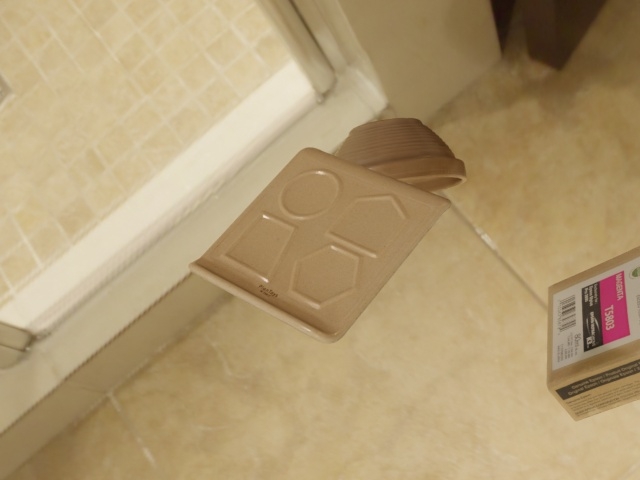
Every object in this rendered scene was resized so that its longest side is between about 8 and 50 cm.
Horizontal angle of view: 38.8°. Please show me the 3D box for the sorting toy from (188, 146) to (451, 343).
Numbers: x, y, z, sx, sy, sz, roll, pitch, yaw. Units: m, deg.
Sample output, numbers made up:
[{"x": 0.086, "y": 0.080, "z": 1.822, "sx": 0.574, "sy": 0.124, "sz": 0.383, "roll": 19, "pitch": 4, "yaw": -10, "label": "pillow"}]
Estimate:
[{"x": 0.000, "y": 0.000, "z": 0.912, "sx": 0.193, "sy": 0.038, "sz": 0.208, "roll": 25, "pitch": 58, "yaw": 35, "label": "sorting toy"}]

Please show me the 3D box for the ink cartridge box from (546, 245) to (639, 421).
[{"x": 0.440, "y": 0.131, "z": 1.352, "sx": 0.193, "sy": 0.088, "sz": 0.235, "roll": -30, "pitch": 24, "yaw": 31, "label": "ink cartridge box"}]

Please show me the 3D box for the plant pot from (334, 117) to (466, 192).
[{"x": 0.110, "y": -0.131, "z": 1.466, "sx": 0.237, "sy": 0.237, "sz": 0.110, "roll": -10, "pitch": 85, "yaw": 15, "label": "plant pot"}]
